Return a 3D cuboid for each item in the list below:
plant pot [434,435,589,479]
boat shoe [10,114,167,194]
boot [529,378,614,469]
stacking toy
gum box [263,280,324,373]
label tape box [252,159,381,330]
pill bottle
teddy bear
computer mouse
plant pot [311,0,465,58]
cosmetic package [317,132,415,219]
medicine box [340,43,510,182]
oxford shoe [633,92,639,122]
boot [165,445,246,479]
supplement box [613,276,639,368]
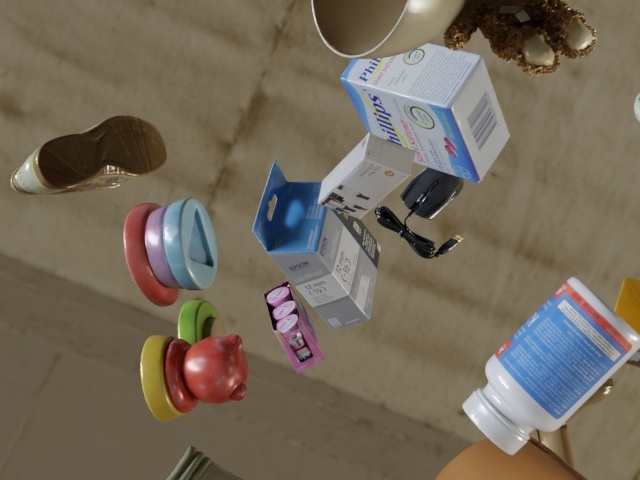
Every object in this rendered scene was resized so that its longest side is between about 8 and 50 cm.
[{"bbox_3d":[0.284,0.416,1.526,0.291,0.291,0.203,8,-150,-34],"label":"plant pot"},{"bbox_3d":[-0.358,-0.130,1.668,0.285,0.089,0.105,-17,-91,-54],"label":"boat shoe"},{"bbox_3d":[0.466,0.397,2.004,0.089,0.269,0.236,4,166,-37],"label":"boot"},{"bbox_3d":[-0.161,0.088,1.542,0.130,0.309,0.279,-10,178,14],"label":"stacking toy"},{"bbox_3d":[-0.054,0.172,2.108,0.107,0.062,0.188,61,-178,-24],"label":"gum box"},{"bbox_3d":[0.000,0.000,2.457,0.348,0.115,0.249,54,-148,-32],"label":"label tape box"},{"bbox_3d":[0.288,0.163,1.351,0.124,0.221,0.124,43,-173,-6],"label":"pill bottle"},{"bbox_3d":[0.348,-0.398,1.948,0.338,0.113,0.245,29,-120,32],"label":"teddy bear"},{"bbox_3d":[0.263,-0.077,2.364,0.184,0.060,0.262,43,-122,14],"label":"computer mouse"},{"bbox_3d":[0.143,-0.445,1.844,0.191,0.284,0.284,3,-149,-37],"label":"plant pot"},{"bbox_3d":[0.084,-0.118,2.032,0.099,0.239,0.060,18,-115,-15],"label":"cosmetic package"},{"bbox_3d":[0.230,-0.289,2.301,0.289,0.149,0.263,21,158,35],"label":"medicine box"},{"bbox_3d":[0.737,-0.183,1.729,0.449,0.130,0.169,3,-138,2],"label":"oxford shoe"},{"bbox_3d":[-0.136,0.360,1.229,0.165,0.077,0.213,28,-120,0],"label":"boot"},{"bbox_3d":[0.668,0.181,2.094,0.191,0.129,0.194,17,167,15],"label":"supplement box"}]
